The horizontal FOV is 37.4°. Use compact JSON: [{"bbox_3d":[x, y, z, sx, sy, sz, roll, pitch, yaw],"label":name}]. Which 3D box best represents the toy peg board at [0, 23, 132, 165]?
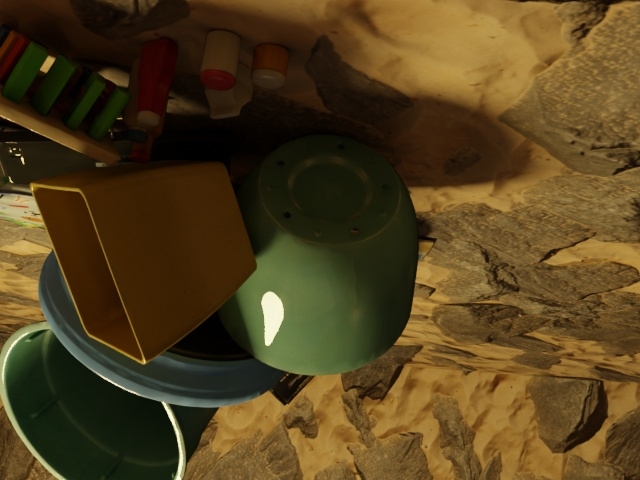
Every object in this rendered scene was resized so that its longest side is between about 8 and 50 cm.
[{"bbox_3d":[-0.296,-0.182,1.060,0.161,0.079,0.160,26,-161,-40],"label":"toy peg board"}]

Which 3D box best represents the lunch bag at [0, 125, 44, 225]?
[{"bbox_3d":[-0.504,-0.101,1.446,0.303,0.115,0.243,13,166,-25],"label":"lunch bag"}]

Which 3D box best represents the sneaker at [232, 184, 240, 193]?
[{"bbox_3d":[-0.139,-0.049,1.549,0.078,0.067,0.188,3,163,38],"label":"sneaker"}]

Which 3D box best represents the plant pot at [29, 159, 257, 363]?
[{"bbox_3d":[-0.205,-0.001,1.154,0.187,0.212,0.212,-26,-162,-28],"label":"plant pot"}]

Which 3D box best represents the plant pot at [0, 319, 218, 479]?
[{"bbox_3d":[-0.280,0.199,1.550,0.341,0.341,0.334,-1,-155,28],"label":"plant pot"}]

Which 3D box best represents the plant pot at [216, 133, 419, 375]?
[{"bbox_3d":[0.000,0.000,1.279,0.293,0.293,0.235,7,144,-1],"label":"plant pot"}]

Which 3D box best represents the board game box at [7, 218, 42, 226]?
[{"bbox_3d":[-0.574,-0.075,1.715,0.124,0.039,0.259,0,161,27],"label":"board game box"}]

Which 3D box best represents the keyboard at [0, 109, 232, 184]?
[{"bbox_3d":[-0.279,-0.134,1.277,0.317,0.033,0.201,-2,154,-9],"label":"keyboard"}]

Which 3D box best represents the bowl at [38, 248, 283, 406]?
[{"bbox_3d":[-0.215,0.082,1.405,0.391,0.391,0.077,14,121,-23],"label":"bowl"}]

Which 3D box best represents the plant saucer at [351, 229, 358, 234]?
[{"bbox_3d":[0.065,-0.004,1.651,0.199,0.036,0.198,12,165,3],"label":"plant saucer"}]

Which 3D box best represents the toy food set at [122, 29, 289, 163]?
[{"bbox_3d":[-0.148,-0.160,1.071,0.232,0.104,0.111,-3,162,34],"label":"toy food set"}]

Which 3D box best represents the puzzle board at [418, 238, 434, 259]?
[{"bbox_3d":[0.152,0.011,1.746,0.096,0.011,0.128,6,165,-1],"label":"puzzle board"}]

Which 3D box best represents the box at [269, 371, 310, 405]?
[{"bbox_3d":[0.005,0.159,1.692,0.073,0.295,0.293,43,171,11],"label":"box"}]
